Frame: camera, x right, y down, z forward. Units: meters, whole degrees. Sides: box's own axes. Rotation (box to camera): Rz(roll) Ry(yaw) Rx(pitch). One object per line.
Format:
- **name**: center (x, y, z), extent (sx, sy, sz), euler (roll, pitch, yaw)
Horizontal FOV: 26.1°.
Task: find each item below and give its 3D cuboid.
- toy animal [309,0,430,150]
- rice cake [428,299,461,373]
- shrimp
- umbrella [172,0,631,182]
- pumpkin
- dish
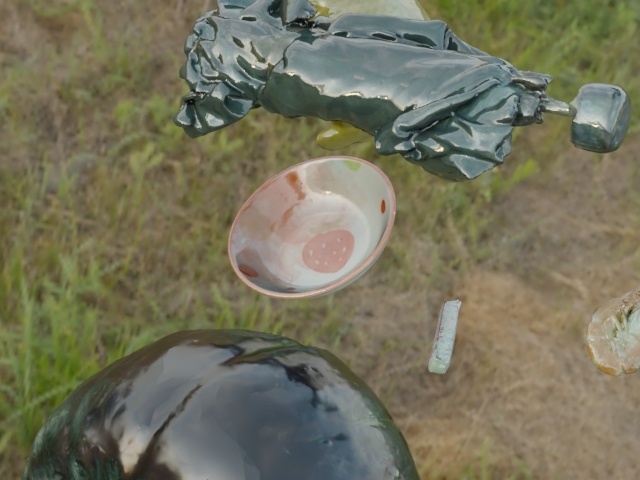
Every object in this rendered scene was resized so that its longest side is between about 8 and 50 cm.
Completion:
- **toy animal**: center (0.012, -0.279, 1.565), extent (0.180, 0.181, 0.363), euler (-26, 65, 12)
- **rice cake**: center (0.203, 0.152, 2.247), extent (0.033, 0.033, 0.207), euler (18, 29, 2)
- **shrimp**: center (0.423, 0.100, 1.842), extent (0.091, 0.043, 0.184), euler (41, 74, 7)
- **umbrella**: center (0.054, -0.108, 1.007), extent (0.349, 0.094, 0.143), euler (12, 65, 24)
- **pumpkin**: center (-0.058, 0.213, 0.946), extent (0.315, 0.315, 0.238), euler (41, 27, 23)
- **dish**: center (0.000, 0.000, 2.018), extent (0.260, 0.085, 0.260), euler (-14, 47, 16)
